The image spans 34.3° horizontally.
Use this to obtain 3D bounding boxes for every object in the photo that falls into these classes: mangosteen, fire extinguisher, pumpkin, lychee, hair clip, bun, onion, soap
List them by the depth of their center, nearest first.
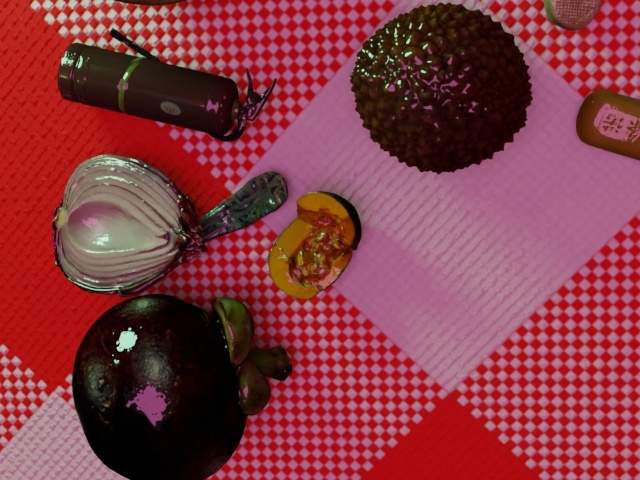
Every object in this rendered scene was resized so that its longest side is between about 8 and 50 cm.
[{"bbox_3d":[0.175,-0.221,1.516,0.267,0.267,0.267,2,103,10],"label":"lychee"},{"bbox_3d":[0.375,-0.360,1.552,0.086,0.055,0.086,0,112,0],"label":"bun"},{"bbox_3d":[0.461,-0.175,1.580,0.140,0.045,0.089,18,101,6],"label":"soap"},{"bbox_3d":[-0.241,-0.248,1.657,0.341,0.105,0.141,13,106,10],"label":"fire extinguisher"},{"bbox_3d":[-0.238,0.235,1.664,0.330,0.330,0.330,2,103,10],"label":"mangosteen"},{"bbox_3d":[0.000,0.000,1.670,0.119,0.107,0.183,36,113,8],"label":"pumpkin"},{"bbox_3d":[-0.292,-0.013,1.698,0.283,0.120,0.227,15,91,22],"label":"onion"},{"bbox_3d":[-0.147,-0.044,1.721,0.229,0.036,0.066,-29,95,19],"label":"hair clip"}]

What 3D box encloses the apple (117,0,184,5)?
[{"bbox_3d":[-0.263,-0.486,1.537,0.295,0.233,0.258,-11,79,-26],"label":"apple"}]
